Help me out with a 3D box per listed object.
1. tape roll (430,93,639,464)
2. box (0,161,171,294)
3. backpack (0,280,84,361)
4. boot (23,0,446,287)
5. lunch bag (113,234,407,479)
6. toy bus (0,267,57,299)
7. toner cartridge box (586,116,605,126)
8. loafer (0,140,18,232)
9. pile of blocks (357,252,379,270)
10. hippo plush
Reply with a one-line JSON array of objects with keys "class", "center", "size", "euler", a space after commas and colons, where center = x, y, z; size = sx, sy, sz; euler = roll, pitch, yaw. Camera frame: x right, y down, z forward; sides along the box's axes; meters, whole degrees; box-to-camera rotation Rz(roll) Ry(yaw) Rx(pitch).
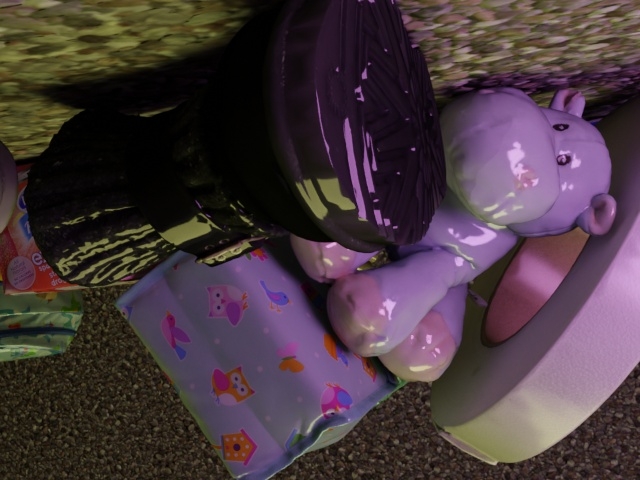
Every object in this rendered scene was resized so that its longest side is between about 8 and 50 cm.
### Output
[{"class": "tape roll", "center": [0.242, 0.036, 1.027], "size": [0.072, 0.392, 0.392], "euler": [32, 173, -5]}, {"class": "box", "center": [-0.199, -0.017, 1.057], "size": [0.128, 0.122, 0.257], "euler": [-8, 178, 20]}, {"class": "backpack", "center": [-0.569, 0.095, 1.709], "size": [0.356, 0.273, 0.290], "euler": [-20, 176, -23]}, {"class": "boot", "center": [-0.068, -0.045, 0.617], "size": [0.260, 0.131, 0.348], "euler": [-8, 178, 12]}, {"class": "lunch bag", "center": [-0.034, 0.093, 1.017], "size": [0.160, 0.223, 0.262], "euler": [-39, 169, 19]}, {"class": "toy bus", "center": [-0.374, 0.027, 1.445], "size": [0.191, 0.104, 0.202], "euler": [11, -177, -34]}, {"class": "toner cartridge box", "center": [0.306, -0.097, 1.309], "size": [0.165, 0.075, 0.348], "euler": [-7, 179, -43]}, {"class": "loafer", "center": [-0.238, -0.040, 0.630], "size": [0.112, 0.112, 0.319], "euler": [-12, -172, -25]}, {"class": "pile of blocks", "center": [0.000, 0.000, 1.214], "size": [0.113, 0.362, 0.149], "euler": [26, -148, -9]}, {"class": "hippo plush", "center": [0.143, -0.010, 0.929], "size": [0.237, 0.234, 0.294], "euler": [-23, 149, 39]}]
